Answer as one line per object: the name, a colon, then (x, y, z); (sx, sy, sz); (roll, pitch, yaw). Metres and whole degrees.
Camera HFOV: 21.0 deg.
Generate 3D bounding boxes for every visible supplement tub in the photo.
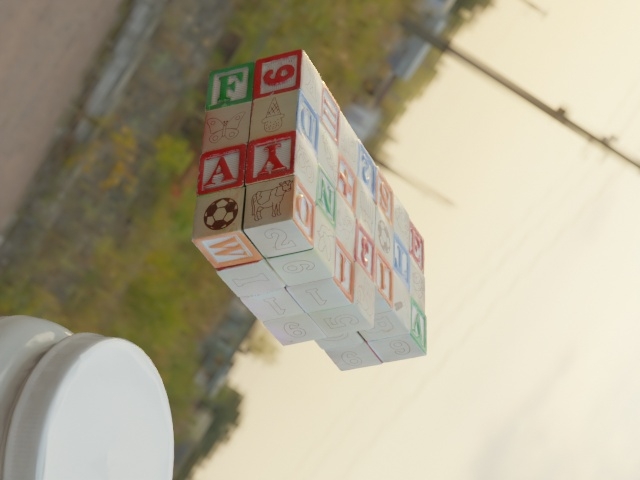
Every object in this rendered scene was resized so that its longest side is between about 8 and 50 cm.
supplement tub: (-0.256, 0.142, 1.147); (0.191, 0.272, 0.191); (1, 90, -65)

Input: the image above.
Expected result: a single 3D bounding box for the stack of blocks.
stack of blocks: (0.000, 0.000, 1.473); (0.297, 0.087, 0.171); (53, 32, -50)
